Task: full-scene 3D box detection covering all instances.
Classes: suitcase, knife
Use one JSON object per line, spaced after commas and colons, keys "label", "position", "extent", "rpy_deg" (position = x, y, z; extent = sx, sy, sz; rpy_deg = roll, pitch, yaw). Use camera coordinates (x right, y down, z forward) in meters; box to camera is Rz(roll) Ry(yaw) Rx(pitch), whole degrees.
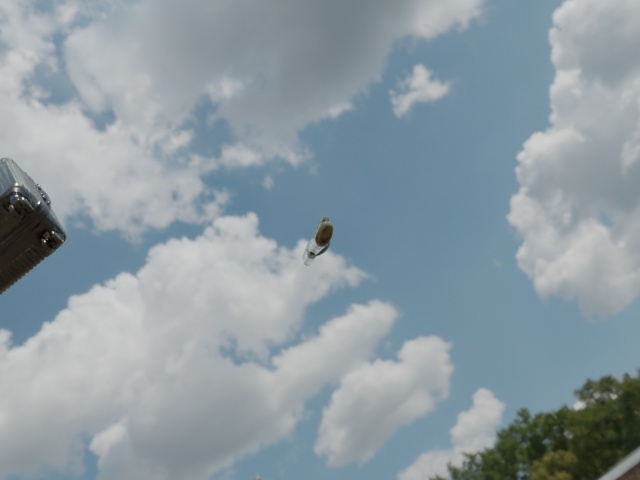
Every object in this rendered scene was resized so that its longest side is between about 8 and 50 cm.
{"label": "suitcase", "position": [-0.526, -0.019, 1.220], "extent": [0.202, 0.312, 0.128], "rpy_deg": [-40, -62, -9]}
{"label": "knife", "position": [0.000, -0.001, 1.019], "extent": [0.343, 0.027, 0.061], "rpy_deg": [124, 167, -82]}
